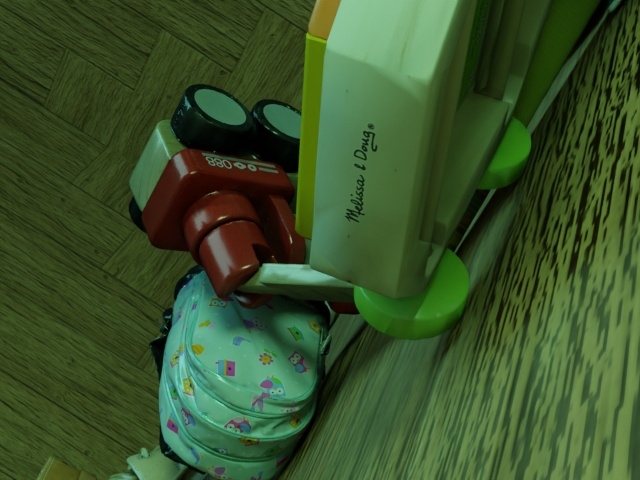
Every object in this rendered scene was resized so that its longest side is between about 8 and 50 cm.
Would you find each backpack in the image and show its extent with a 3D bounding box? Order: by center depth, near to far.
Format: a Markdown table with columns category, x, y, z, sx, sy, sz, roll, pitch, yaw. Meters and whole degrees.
| category | x | y | z | sx | sy | sz | roll | pitch | yaw |
| --- | --- | --- | --- | --- | --- | --- | --- | --- | --- |
| backpack | -0.064 | 0.098 | 0.808 | 0.182 | 0.152 | 0.115 | -83 | 8 | -55 |

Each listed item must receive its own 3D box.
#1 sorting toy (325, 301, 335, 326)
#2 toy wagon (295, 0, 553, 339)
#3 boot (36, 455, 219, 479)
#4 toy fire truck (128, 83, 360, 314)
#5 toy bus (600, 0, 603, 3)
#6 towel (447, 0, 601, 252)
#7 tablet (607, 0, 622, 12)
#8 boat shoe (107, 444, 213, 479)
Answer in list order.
| category | x | y | z | sx | sy | sz | roll | pitch | yaw |
| --- | --- | --- | --- | --- | --- | --- | --- | --- | --- |
| sorting toy | -0.048 | 0.138 | 1.205 | 0.196 | 0.047 | 0.347 | -57 | 2 | 1 |
| toy wagon | 0.085 | -0.126 | 0.488 | 0.267 | 0.068 | 0.344 | 95 | -161 | -46 |
| boot | -0.135 | 0.200 | 0.754 | 0.073 | 0.152 | 0.197 | -57 | 2 | 33 |
| toy fire truck | 0.000 | 0.000 | 0.764 | 0.158 | 0.217 | 0.246 | -56 | 44 | 31 |
| toy bus | 0.174 | -0.243 | 0.804 | 0.130 | 0.108 | 0.332 | -55 | 3 | 46 |
| towel | 0.091 | -0.094 | 0.620 | 0.237 | 0.102 | 0.021 | -59 | 34 | -1 |
| tablet | 0.199 | -0.176 | 0.615 | 0.083 | 0.006 | 0.054 | -55 | 2 | 32 |
| boat shoe | -0.128 | 0.222 | 0.882 | 0.121 | 0.110 | 0.341 | -56 | 2 | 35 |
